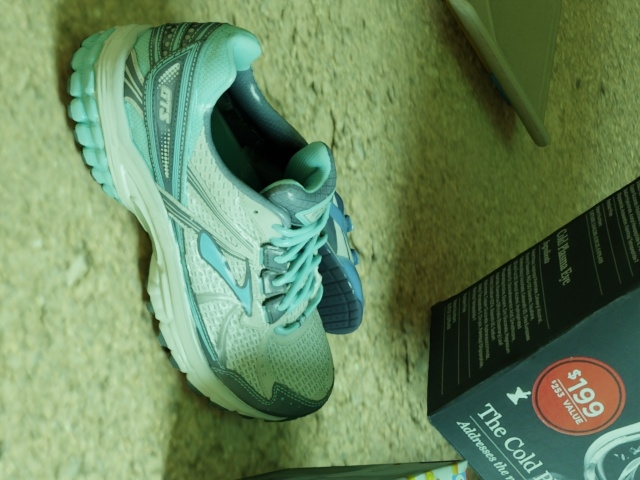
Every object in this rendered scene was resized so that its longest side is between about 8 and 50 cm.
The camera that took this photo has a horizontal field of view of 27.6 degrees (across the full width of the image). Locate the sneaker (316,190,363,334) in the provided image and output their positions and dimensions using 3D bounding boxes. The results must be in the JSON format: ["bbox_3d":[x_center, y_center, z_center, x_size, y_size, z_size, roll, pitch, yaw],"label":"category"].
[{"bbox_3d":[0.000,0.000,0.924,0.059,0.053,0.144,-53,129,-53],"label":"sneaker"}]

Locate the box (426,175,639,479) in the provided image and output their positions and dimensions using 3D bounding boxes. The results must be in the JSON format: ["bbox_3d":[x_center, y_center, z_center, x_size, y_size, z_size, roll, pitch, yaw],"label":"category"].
[{"bbox_3d":[0.309,0.133,1.040,0.343,0.312,0.179,48,21,-16],"label":"box"}]

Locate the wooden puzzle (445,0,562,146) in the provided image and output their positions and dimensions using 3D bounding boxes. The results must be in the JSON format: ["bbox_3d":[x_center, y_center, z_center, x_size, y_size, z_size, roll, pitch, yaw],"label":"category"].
[{"bbox_3d":[0.181,-0.243,1.308,0.221,0.044,0.238,50,38,-42],"label":"wooden puzzle"}]

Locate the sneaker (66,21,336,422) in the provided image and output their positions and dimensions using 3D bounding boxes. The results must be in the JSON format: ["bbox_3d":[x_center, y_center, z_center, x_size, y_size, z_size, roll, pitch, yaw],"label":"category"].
[{"bbox_3d":[-0.043,-0.002,0.782,0.283,0.122,0.110,64,34,-28],"label":"sneaker"}]

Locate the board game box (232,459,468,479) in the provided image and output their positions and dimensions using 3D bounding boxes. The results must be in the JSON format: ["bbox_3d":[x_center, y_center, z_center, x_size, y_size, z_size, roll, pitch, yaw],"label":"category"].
[{"bbox_3d":[0.014,0.281,0.790,0.144,0.142,0.275,3,81,-59],"label":"board game box"}]
